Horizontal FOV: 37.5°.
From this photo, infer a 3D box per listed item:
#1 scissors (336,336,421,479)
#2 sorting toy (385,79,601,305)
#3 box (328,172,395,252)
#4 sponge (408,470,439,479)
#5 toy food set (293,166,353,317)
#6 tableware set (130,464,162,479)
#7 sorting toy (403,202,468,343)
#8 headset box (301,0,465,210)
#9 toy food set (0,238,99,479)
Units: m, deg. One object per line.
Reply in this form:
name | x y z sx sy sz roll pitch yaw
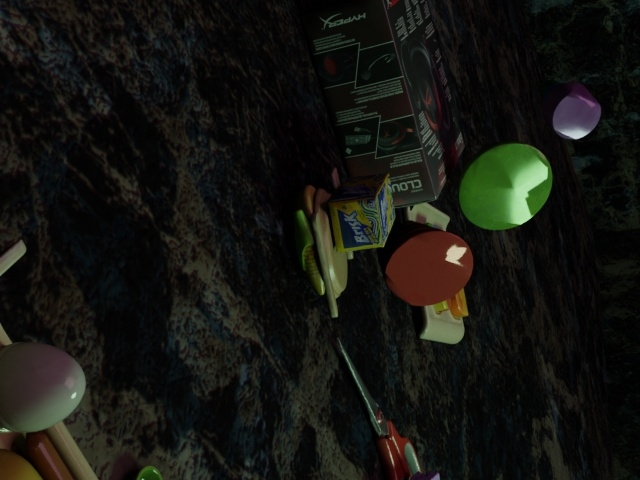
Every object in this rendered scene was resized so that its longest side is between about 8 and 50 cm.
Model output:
scissors | 0.074 0.221 1.145 0.109 0.021 0.297 -53 128 -57
sorting toy | 0.214 -0.079 1.274 0.127 0.365 0.126 32 19 -26
box | 0.050 -0.035 1.074 0.169 0.054 0.059 -57 138 -75
sponge | 0.118 0.395 1.126 0.117 0.031 0.210 -12 98 -64
toy food set | 0.000 0.000 1.043 0.192 0.038 0.132 -67 148 -70
tableware set | -0.116 0.244 0.669 0.104 0.024 0.154 51 37 -49
sorting toy | 0.182 0.049 1.442 0.193 0.038 0.208 21 62 -65
headset box | 0.096 -0.187 1.241 0.218 0.110 0.293 -54 130 -60
toy food set | -0.151 0.180 0.501 0.306 0.092 0.220 65 26 -20
